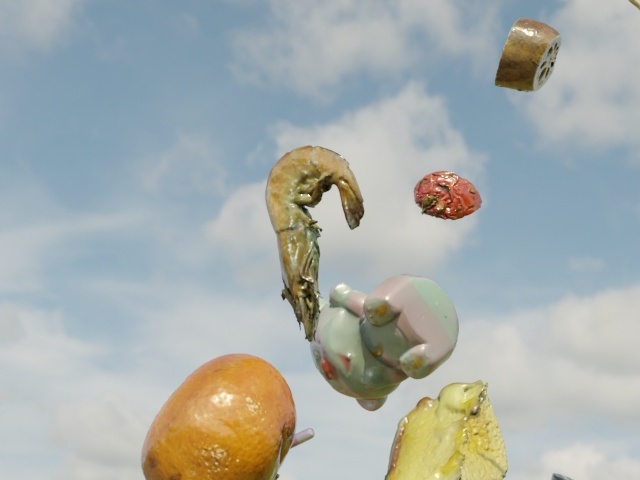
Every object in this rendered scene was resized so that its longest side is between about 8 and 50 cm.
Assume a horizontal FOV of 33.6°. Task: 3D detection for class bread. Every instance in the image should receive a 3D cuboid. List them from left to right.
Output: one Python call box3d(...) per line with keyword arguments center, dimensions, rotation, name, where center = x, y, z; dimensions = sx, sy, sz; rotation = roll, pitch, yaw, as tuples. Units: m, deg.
box3d(center=(0.211, 0.353, 1.688), dimensions=(0.174, 0.251, 0.133), rotation=(-31, -68, 31), name="bread")

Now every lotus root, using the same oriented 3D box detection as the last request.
box3d(center=(0.347, -0.309, 1.793), dimensions=(0.081, 0.112, 0.122), rotation=(28, -47, 22), name="lotus root")

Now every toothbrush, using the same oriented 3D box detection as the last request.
box3d(center=(-0.132, 0.388, 1.838), dimensions=(0.286, 0.020, 0.025), rotation=(-28, -34, 17), name="toothbrush")

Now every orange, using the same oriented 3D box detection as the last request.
box3d(center=(-0.122, 0.252, 1.352), dimensions=(0.170, 0.224, 0.224), rotation=(38, -24, 6), name="orange")

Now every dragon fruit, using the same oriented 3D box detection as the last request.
box3d(center=(0.278, -0.102, 2.381), dimensions=(0.162, 0.106, 0.083), rotation=(16, -50, 17), name="dragon fruit")

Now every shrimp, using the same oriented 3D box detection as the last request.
box3d(center=(0.000, 0.000, 1.605), dimensions=(0.169, 0.296, 0.058), rotation=(-15, -7, 34), name="shrimp")

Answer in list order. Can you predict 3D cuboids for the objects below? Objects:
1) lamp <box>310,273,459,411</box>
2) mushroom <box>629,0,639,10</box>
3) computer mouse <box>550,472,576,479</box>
box3d(center=(0.119, 0.167, 1.968), dimensions=(0.247, 0.247, 0.301), rotation=(53, -42, -3), name="lamp")
box3d(center=(0.340, -0.357, 1.327), dimensions=(0.286, 0.026, 0.028), rotation=(38, -55, -11), name="mushroom")
box3d(center=(0.507, 0.516, 1.865), dimensions=(0.269, 0.100, 0.170), rotation=(30, 2, 34), name="computer mouse")
